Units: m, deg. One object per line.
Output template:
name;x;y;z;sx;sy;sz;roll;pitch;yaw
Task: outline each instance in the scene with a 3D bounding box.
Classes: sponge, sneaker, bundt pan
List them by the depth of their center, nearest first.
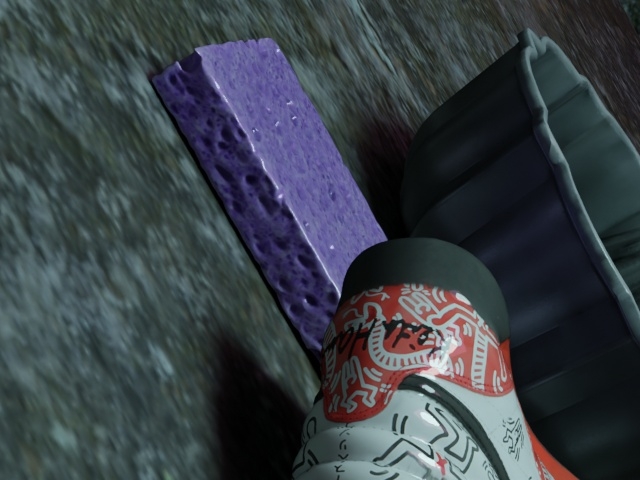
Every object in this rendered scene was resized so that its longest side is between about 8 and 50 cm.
sneaker;0.062;0.141;0.726;0.270;0.090;0.145;63;32;-36
sponge;0.000;0.000;0.847;0.210;0.031;0.117;60;18;-1
bundt pan;0.156;0.044;1.056;0.331;0.124;0.331;52;19;-26
